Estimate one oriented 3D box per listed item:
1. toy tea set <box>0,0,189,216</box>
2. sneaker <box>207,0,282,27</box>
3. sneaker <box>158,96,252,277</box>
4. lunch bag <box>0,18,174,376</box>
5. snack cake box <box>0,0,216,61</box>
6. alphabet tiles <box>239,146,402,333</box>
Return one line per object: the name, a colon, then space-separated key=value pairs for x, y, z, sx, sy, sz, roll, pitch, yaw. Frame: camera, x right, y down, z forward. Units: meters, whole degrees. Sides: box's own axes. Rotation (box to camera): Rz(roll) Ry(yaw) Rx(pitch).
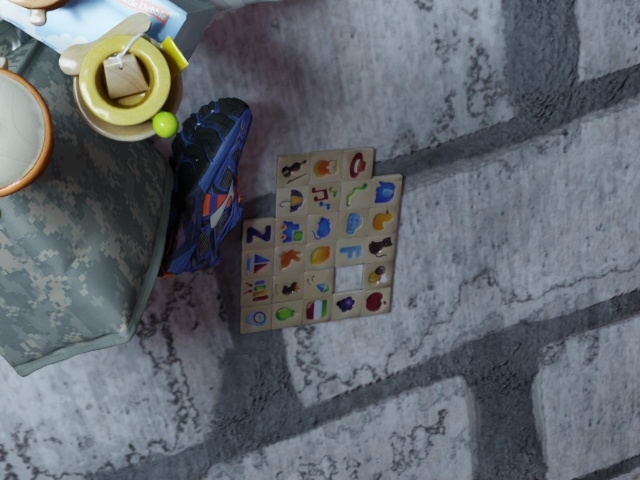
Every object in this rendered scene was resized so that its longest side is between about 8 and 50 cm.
toy tea set: x=-0.254 y=-0.182 z=0.816 sx=0.200 sy=0.124 sz=0.336 roll=-37 pitch=92 yaw=-5
sneaker: x=-0.135 y=-0.243 z=1.107 sx=0.229 sy=0.087 sz=0.092 roll=-4 pitch=119 yaw=-9
sneaker: x=-0.122 y=-0.058 z=1.232 sx=0.087 sy=0.083 sz=0.221 roll=3 pitch=124 yaw=-38
lunch bag: x=-0.263 y=-0.062 z=1.063 sx=0.169 sy=0.287 sz=0.235 roll=-18 pitch=125 yaw=26
snack cake box: x=-0.232 y=-0.233 z=0.967 sx=0.264 sy=0.152 sz=0.089 roll=32 pitch=105 yaw=-3
alphabet tiles: x=0.000 y=0.000 z=1.348 sx=0.198 sy=0.009 sz=0.237 roll=-7 pitch=121 yaw=-18
